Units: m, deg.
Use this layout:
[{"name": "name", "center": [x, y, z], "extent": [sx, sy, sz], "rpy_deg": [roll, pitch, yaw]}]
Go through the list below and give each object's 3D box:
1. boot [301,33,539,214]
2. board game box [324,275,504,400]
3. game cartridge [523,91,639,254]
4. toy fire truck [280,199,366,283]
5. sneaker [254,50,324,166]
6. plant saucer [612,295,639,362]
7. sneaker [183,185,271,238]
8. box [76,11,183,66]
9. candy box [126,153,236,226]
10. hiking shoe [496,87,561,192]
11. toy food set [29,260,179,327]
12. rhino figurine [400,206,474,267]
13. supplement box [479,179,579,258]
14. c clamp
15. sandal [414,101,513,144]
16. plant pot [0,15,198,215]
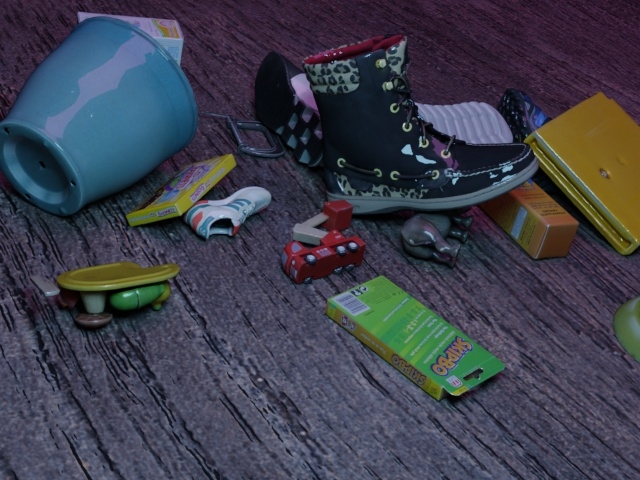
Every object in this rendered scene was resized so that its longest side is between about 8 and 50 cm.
[{"name": "boot", "center": [0.156, -0.199, 1.812], "extent": [0.377, 0.284, 0.138], "rpy_deg": [-5, 24, 26]}, {"name": "board game box", "center": [0.139, 0.146, 1.612], "extent": [0.124, 0.039, 0.259], "rpy_deg": [-21, 42, -40]}, {"name": "game cartridge", "center": [0.563, -0.139, 2.082], "extent": [0.285, 0.052, 0.324], "rpy_deg": [50, 41, 10]}, {"name": "toy fire truck", "center": [0.000, 0.000, 1.779], "extent": [0.192, 0.047, 0.135], "rpy_deg": [-16, 42, -35]}, {"name": "sneaker", "center": [-0.018, -0.242, 2.094], "extent": [0.146, 0.122, 0.330], "rpy_deg": [7, 38, -38]}, {"name": "plant saucer", "center": [0.595, 0.152, 1.750], "extent": [0.241, 0.037, 0.241], "rpy_deg": [8, 32, -5]}, {"name": "sneaker", "center": [-0.141, -0.039, 1.790], "extent": [0.161, 0.057, 0.075], "rpy_deg": [-16, 47, -32]}, {"name": "box", "center": [-0.386, -0.381, 2.176], "extent": [0.203, 0.114, 0.103], "rpy_deg": [1, 33, -17]}, {"name": "candy box", "center": [-0.229, -0.085, 1.808], "extent": [0.105, 0.027, 0.206], "rpy_deg": [-9, 23, 28]}, {"name": "hiking shoe", "center": [0.452, -0.195, 2.191], "extent": [0.132, 0.113, 0.304], "rpy_deg": [7, 41, -26]}, {"name": "toy food set", "center": [-0.305, 0.080, 1.549], "extent": [0.218, 0.071, 0.128], "rpy_deg": [-9, 14, -32]}, {"name": "rhino figurine", "center": [0.209, -0.036, 1.881], "extent": [0.106, 0.073, 0.243], "rpy_deg": [21, 32, 9]}, {"name": "supplement box", "center": [0.362, -0.061, 1.964], "extent": [0.078, 0.080, 0.233], "rpy_deg": [-5, 34, -29]}, {"name": "c clamp", "center": [-0.142, -0.199, 2.068], "extent": [0.137, 0.022, 0.160], "rpy_deg": [1, 33, -27]}, {"name": "sandal", "center": [0.206, -0.179, 2.076], "extent": [0.416, 0.102, 0.169], "rpy_deg": [-5, 59, -36]}, {"name": "plant pot", "center": [-0.382, -0.182, 1.762], "extent": [0.272, 0.271, 0.255], "rpy_deg": [24, 50, 18]}]
